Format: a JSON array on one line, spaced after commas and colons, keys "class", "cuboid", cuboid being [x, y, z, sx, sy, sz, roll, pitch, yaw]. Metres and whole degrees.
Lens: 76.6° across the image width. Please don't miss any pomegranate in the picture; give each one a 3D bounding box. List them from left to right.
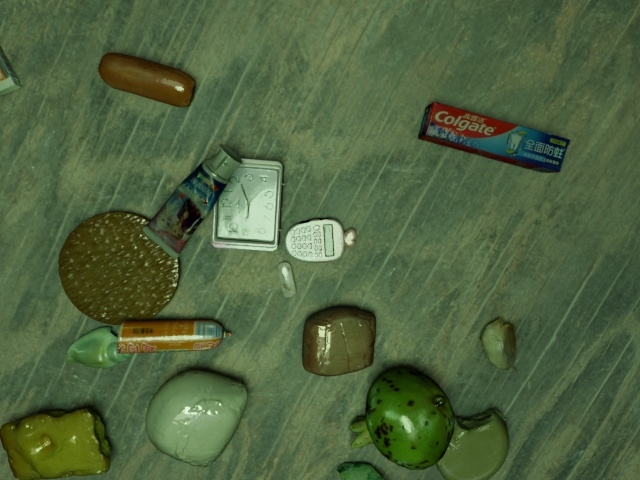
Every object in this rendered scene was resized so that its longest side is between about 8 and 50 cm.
[{"class": "pomegranate", "cuboid": [0.179, 0.404, 0.917, 0.211, 0.211, 0.263, 47, 125, -8]}]

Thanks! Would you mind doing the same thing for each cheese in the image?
[{"class": "cheese", "cuboid": [-0.279, 0.380, 0.893, 0.189, 0.154, 0.198, 28, 90, -25]}, {"class": "cheese", "cuboid": [0.365, 0.492, 0.983, 0.202, 0.091, 0.175, -32, 97, -1]}]

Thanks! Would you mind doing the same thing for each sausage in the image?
[{"class": "sausage", "cuboid": [-0.358, -0.334, 0.840, 0.197, 0.076, 0.076, 16, 96, -4]}, {"class": "sausage", "cuboid": [-0.319, 0.212, 0.901, 0.234, 0.071, 0.071, 2, 97, -14]}]

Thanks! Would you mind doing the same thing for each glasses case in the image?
[{"class": "glasses case", "cuboid": [-0.078, 0.090, 0.937, 0.032, 0.021, 0.083, -11, 98, 0]}]

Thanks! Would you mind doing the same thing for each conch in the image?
[{"class": "conch", "cuboid": [-0.487, 0.244, 0.908, 0.180, 0.065, 0.088, -5, 98, 1]}]

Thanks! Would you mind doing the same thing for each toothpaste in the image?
[{"class": "toothpaste", "cuboid": [-0.264, -0.080, 0.838, 0.096, 0.061, 0.266, 43, 106, -2]}, {"class": "toothpaste", "cuboid": [0.384, -0.227, 0.906, 0.320, 0.066, 0.076, 13, 96, -6]}]

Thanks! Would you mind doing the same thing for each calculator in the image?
[{"class": "calculator", "cuboid": [0.000, 0.000, 0.930, 0.166, 0.024, 0.103, -4, 97, -1]}]

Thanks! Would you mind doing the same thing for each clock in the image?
[{"class": "clock", "cuboid": [-0.157, -0.079, 0.890, 0.150, 0.063, 0.197, 4, 97, -4]}]

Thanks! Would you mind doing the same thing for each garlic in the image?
[{"class": "garlic", "cuboid": [0.435, 0.262, 0.969, 0.084, 0.066, 0.152, -10, 95, -4]}]

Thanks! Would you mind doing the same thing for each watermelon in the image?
[{"class": "watermelon", "cuboid": [0.117, 0.630, 0.979, 0.098, 0.121, 0.158, -14, 103, -24]}]

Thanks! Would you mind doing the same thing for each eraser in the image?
[{"class": "eraser", "cuboid": [-0.677, -0.366, 0.836, 0.052, 0.029, 0.122, -25, 97, 0]}]

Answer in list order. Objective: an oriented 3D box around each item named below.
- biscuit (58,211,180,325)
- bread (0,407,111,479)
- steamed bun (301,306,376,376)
[{"class": "biscuit", "cuboid": [-0.442, 0.062, 0.902, 0.262, 0.037, 0.262, 0, 97, -4]}, {"class": "bread", "cuboid": [-0.594, 0.456, 0.920, 0.233, 0.088, 0.160, -8, 93, 0]}, {"class": "steamed bun", "cuboid": [0.041, 0.223, 0.925, 0.175, 0.106, 0.145, -1, 92, -17]}]
